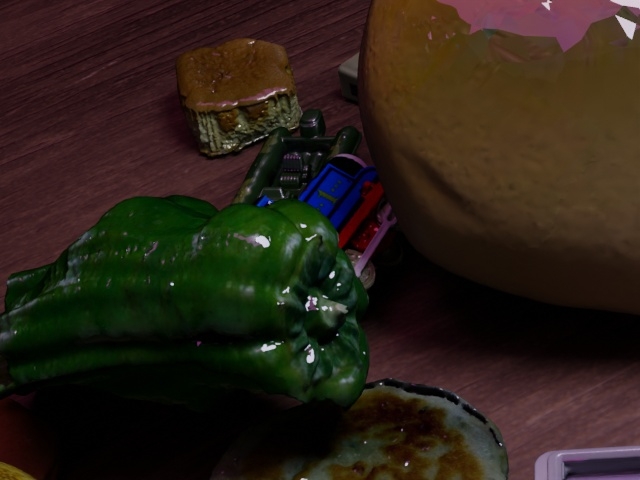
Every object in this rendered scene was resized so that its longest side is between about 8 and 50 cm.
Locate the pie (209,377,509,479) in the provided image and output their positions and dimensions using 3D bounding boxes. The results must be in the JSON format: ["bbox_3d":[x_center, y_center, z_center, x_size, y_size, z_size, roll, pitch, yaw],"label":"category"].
[{"bbox_3d":[0.025,0.188,1.053,0.240,0.054,0.240,-9,35,6],"label":"pie"}]

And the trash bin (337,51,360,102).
[{"bbox_3d":[0.073,-0.167,1.523,0.092,0.043,0.061,25,51,40],"label":"trash bin"}]

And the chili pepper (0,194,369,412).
[{"bbox_3d":[-0.133,0.049,1.128,0.385,0.213,0.167,-7,74,37],"label":"chili pepper"}]

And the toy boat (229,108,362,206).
[{"bbox_3d":[-0.030,-0.053,1.396,0.104,0.052,0.210,4,39,20],"label":"toy boat"}]

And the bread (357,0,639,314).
[{"bbox_3d":[0.220,-0.120,1.154,0.376,0.253,0.348,11,82,16],"label":"bread"}]

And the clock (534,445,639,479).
[{"bbox_3d":[0.240,0.203,0.951,0.197,0.063,0.150,-5,37,13],"label":"clock"}]

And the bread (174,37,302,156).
[{"bbox_3d":[-0.086,-0.157,1.541,0.128,0.069,0.140,-16,37,-4],"label":"bread"}]

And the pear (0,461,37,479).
[{"bbox_3d":[-0.245,0.235,0.969,0.197,0.197,0.197,-9,36,7],"label":"pear"}]

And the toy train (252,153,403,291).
[{"bbox_3d":[0.000,0.000,1.261,0.131,0.082,0.204,30,49,11],"label":"toy train"}]

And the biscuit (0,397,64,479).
[{"bbox_3d":[-0.313,0.192,1.176,0.192,0.036,0.186,21,50,40],"label":"biscuit"}]
